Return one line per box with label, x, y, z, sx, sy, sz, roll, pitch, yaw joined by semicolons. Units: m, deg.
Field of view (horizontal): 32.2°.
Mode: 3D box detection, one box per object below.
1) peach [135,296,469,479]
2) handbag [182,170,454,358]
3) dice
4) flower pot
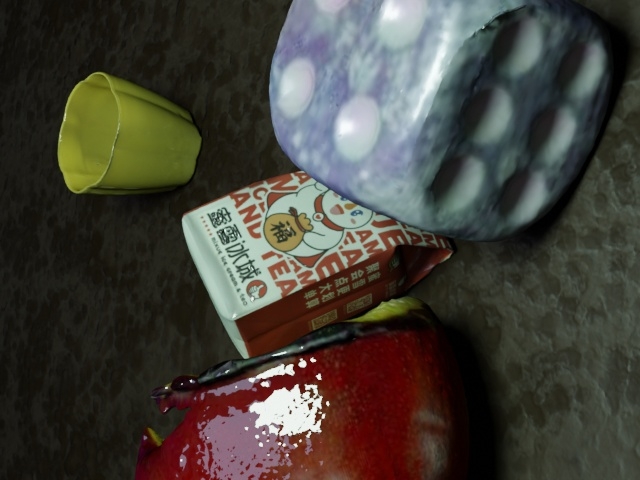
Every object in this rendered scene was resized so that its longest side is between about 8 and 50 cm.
peach;-0.008;0.237;1.256;0.353;0.339;0.417;26;104;17
handbag;0.000;0.000;1.341;0.171;0.298;0.151;61;173;27
dice;0.127;-0.171;1.198;0.271;0.270;0.270;39;114;46
flower pot;-0.300;-0.159;1.784;0.195;0.179;0.195;-10;76;47
